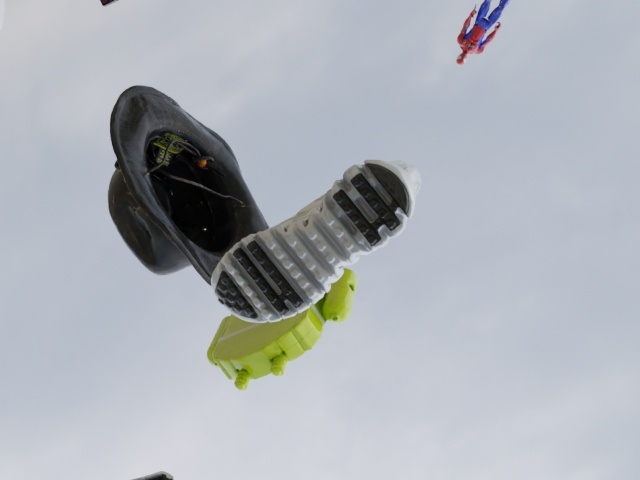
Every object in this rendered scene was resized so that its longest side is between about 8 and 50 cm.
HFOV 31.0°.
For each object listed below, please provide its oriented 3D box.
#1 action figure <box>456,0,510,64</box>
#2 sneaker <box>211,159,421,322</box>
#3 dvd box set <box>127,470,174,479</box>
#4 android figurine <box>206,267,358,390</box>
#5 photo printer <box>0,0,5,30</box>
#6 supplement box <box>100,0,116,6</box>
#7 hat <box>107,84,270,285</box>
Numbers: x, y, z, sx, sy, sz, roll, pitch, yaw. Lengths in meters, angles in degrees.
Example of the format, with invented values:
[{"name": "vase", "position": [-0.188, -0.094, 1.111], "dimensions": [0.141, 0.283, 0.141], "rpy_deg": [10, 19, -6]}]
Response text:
[{"name": "action figure", "position": [0.181, -0.243, 1.272], "dimensions": [0.115, 0.038, 0.030], "rpy_deg": [-60, -173, 25]}, {"name": "sneaker", "position": [0.000, 0.000, 1.339], "dimensions": [0.292, 0.110, 0.118], "rpy_deg": [-32, -175, 25]}, {"name": "dvd box set", "position": [-0.128, 0.428, 0.943], "dimensions": [0.062, 0.420, 0.308], "rpy_deg": [-10, -129, -27]}, {"name": "android figurine", "position": [-0.061, 0.117, 1.690], "dimensions": [0.248, 0.056, 0.273], "rpy_deg": [-24, -156, 23]}, {"name": "photo printer", "position": [-0.560, -0.349, 1.464], "dimensions": [0.107, 0.307, 0.256], "rpy_deg": [-51, -128, 50]}, {"name": "supplement box", "position": [-0.157, -0.311, 0.852], "dimensions": [0.130, 0.239, 0.073], "rpy_deg": [-36, -166, -34]}, {"name": "hat", "position": [-0.212, -0.045, 1.610], "dimensions": [0.134, 0.331, 0.331], "rpy_deg": [-33, -151, 22]}]
